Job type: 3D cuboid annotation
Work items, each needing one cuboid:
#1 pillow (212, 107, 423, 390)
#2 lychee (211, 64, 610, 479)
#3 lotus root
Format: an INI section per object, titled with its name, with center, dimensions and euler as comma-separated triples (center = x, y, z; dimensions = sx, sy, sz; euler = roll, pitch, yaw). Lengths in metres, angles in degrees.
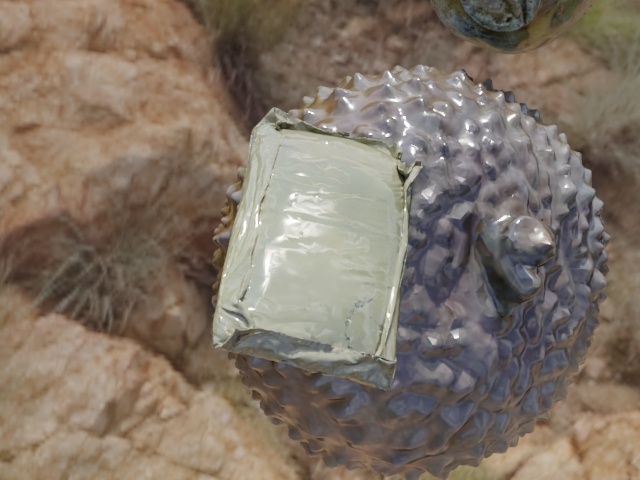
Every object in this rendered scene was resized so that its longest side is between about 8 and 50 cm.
[pillow]
center = 0.000, 0.000, 0.873
dimensions = 0.119, 0.053, 0.208
euler = 11, 47, 0
[lychee]
center = 0.070, 0.030, 1.275
dimensions = 0.380, 0.432, 0.380
euler = 3, 84, -31
[lotus root]
center = 0.205, -0.284, 1.343
dimensions = 0.175, 0.175, 0.349
euler = 35, 33, 11
